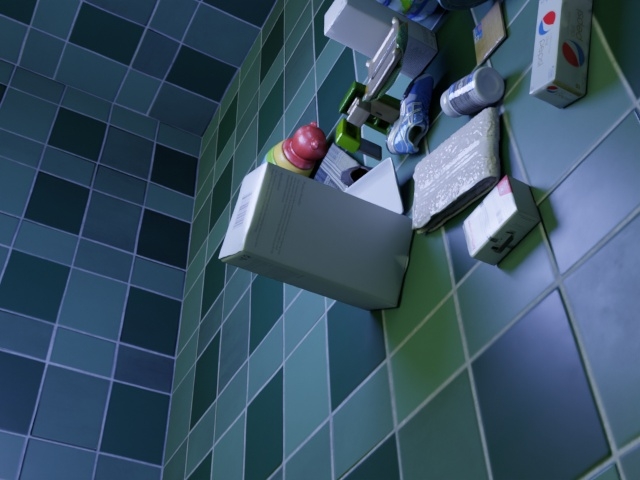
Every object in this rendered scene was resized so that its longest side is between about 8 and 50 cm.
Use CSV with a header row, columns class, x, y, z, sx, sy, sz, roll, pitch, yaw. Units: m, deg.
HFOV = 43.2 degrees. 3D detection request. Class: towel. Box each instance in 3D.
class,x,y,z,sx,sy,sz,roll,pitch,yaw
towel,0.020,-0.107,2.330,0.312,0.056,0.324,-62,20,12
towel,0.279,-0.142,1.705,0.282,0.049,0.187,-41,36,51

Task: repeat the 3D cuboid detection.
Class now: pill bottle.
class,x,y,z,sx,sy,sz,roll,pitch,yaw
pill bottle,0.319,-0.310,1.715,0.137,0.078,0.078,-20,53,63

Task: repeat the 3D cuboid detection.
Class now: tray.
class,x,y,z,sx,sy,sz,roll,pitch,yaw
tray,0.128,-0.090,2.010,0.270,0.030,0.145,-35,61,57

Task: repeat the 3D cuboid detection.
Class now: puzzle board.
class,x,y,z,sx,sy,sz,roll,pitch,yaw
puzzle board,0.377,-0.461,1.803,0.096,0.011,0.128,-50,28,45

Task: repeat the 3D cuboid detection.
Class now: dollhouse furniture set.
class,x,y,z,sx,sy,sz,roll,pitch,yaw
dollhouse furniture set,0.175,-0.362,1.973,0.301,0.151,0.197,-56,17,36

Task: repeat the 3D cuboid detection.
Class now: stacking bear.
class,x,y,z,sx,sy,sz,roll,pitch,yaw
stacking bear,-0.081,-0.252,2.557,0.289,0.164,0.175,-44,33,41

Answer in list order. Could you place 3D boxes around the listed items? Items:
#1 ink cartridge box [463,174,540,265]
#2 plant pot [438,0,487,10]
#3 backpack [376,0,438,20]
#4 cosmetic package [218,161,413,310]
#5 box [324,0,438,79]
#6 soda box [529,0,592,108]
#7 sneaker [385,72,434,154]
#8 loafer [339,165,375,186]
class,x,y,z,sx,sy,sz,roll,pitch,yaw
ink cartridge box,0.328,-0.035,1.476,0.135,0.056,0.099,-53,27,37
plant pot,0.314,-0.641,1.799,0.293,0.293,0.196,-40,62,52
backpack,0.215,-0.714,2.128,0.290,0.273,0.355,-60,-3,18
cosmetic package,0.000,0.000,1.798,0.156,0.385,0.217,-20,51,62
box,0.152,-0.521,2.035,0.113,0.275,0.094,-48,29,39
soda box,0.437,-0.353,1.467,0.069,0.074,0.216,-30,44,59
sneaker,0.234,-0.300,1.945,0.081,0.080,0.211,19,90,47
loafer,0.100,-0.170,2.095,0.170,0.061,0.062,1,81,53
